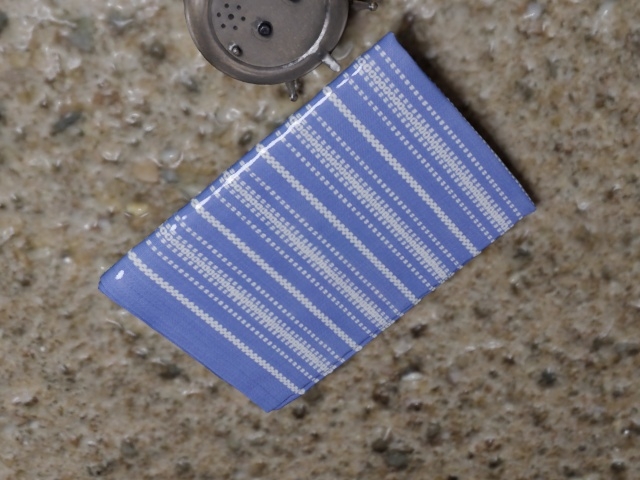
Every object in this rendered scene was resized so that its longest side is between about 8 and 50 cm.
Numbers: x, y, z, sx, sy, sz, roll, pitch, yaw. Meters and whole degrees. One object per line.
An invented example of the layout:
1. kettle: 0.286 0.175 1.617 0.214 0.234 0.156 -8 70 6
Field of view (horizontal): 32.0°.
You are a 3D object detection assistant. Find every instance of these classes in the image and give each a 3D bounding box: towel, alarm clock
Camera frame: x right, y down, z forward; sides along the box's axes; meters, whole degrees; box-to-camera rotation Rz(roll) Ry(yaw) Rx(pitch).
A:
1. towel: 0.000 0.000 0.994 0.336 0.040 0.243 -39 126 12
2. alarm clock: -0.058 -0.199 0.876 0.192 0.064 0.129 35 110 -21
